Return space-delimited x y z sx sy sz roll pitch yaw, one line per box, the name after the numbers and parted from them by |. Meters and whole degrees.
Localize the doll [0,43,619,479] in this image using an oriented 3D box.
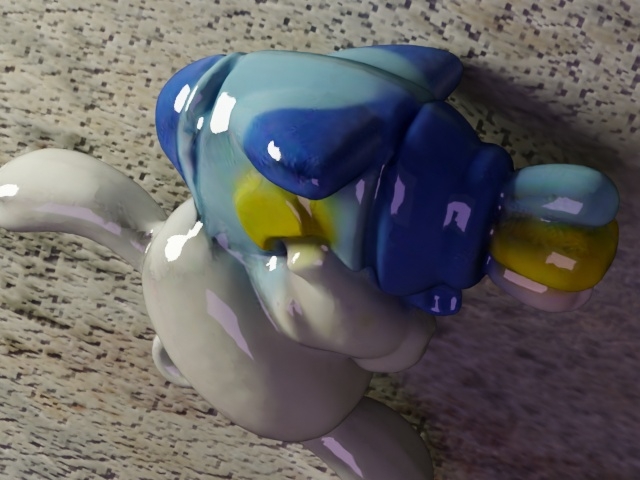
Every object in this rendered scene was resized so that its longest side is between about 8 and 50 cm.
0.001 -0.006 1.152 0.376 0.187 0.365 28 133 -20 | doll
